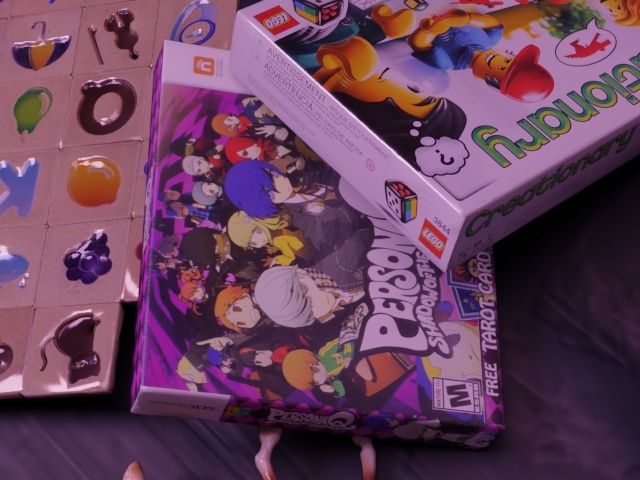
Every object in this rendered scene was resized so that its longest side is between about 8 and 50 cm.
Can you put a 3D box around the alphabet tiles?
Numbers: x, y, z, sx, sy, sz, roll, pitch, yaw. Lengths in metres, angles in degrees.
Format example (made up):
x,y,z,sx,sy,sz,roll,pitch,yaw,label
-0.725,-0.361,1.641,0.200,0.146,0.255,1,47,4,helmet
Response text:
x,y,z,sx,sy,sz,roll,pitch,yaw,label
-0.194,-0.055,0.904,0.285,0.011,0.343,-5,60,15,alphabet tiles

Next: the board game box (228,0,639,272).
x,y,z,sx,sy,sz,roll,pitch,yaw,label
0.122,-0.119,0.848,0.305,0.053,0.193,-30,61,-31,board game box

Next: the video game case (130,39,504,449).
x,y,z,sx,sy,sz,roll,pitch,yaw,label
0.000,0.000,0.818,0.210,0.042,0.232,8,60,-13,video game case

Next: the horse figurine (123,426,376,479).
x,y,z,sx,sy,sz,roll,pitch,yaw,label
-0.048,0.191,0.748,0.263,0.066,0.174,-15,55,-4,horse figurine
